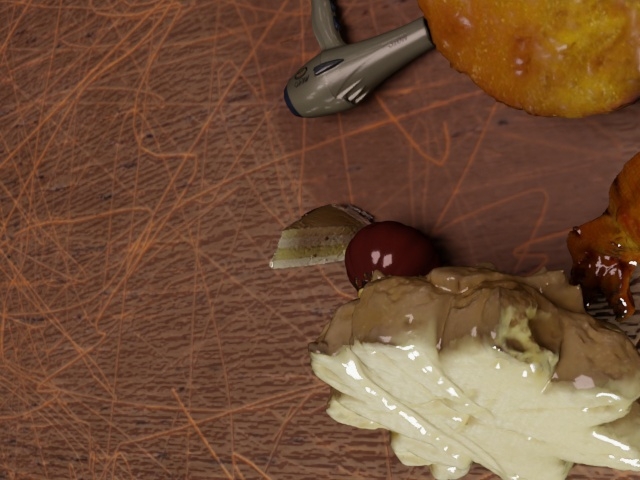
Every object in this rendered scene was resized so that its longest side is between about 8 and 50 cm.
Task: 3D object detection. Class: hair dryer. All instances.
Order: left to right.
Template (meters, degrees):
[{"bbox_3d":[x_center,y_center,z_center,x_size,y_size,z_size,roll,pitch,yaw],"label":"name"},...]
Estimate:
[{"bbox_3d":[0.039,-0.230,0.950,0.167,0.067,0.199,-8,74,29],"label":"hair dryer"}]

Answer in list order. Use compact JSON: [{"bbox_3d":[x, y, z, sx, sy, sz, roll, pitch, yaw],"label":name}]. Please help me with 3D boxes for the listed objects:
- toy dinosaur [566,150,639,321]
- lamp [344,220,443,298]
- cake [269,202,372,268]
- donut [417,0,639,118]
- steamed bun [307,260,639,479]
[{"bbox_3d":[0.306,-0.057,0.666,0.208,0.097,0.432,21,139,10],"label":"toy dinosaur"},{"bbox_3d":[0.072,0.026,0.909,0.101,0.090,0.101,27,150,18],"label":"lamp"},{"bbox_3d":[0.000,0.000,0.942,0.065,0.121,0.052,30,118,24],"label":"cake"},{"bbox_3d":[0.209,-0.247,0.731,0.303,0.110,0.303,22,124,37],"label":"donut"},{"bbox_3d":[0.144,0.099,0.788,0.292,0.137,0.295,12,146,16],"label":"steamed bun"}]
